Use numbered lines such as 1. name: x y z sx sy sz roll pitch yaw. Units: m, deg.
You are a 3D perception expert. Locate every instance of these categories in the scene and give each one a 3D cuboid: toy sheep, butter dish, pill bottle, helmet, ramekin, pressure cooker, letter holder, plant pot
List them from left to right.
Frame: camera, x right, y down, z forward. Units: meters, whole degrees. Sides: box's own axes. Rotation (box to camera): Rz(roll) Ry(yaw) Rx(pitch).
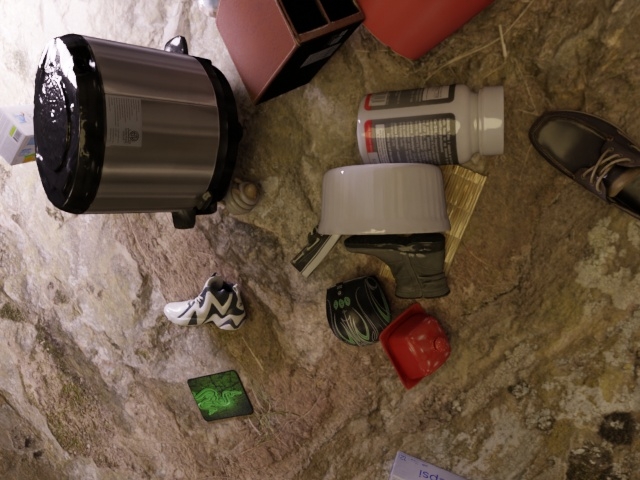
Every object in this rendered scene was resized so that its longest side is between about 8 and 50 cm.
1. pressure cooker: -0.377 -0.235 1.167 0.376 0.420 0.370 54 131 31
2. toy sheep: -0.205 -0.107 1.319 0.132 0.091 0.091 -28 96 39
3. letter holder: -0.081 -0.441 1.044 0.215 0.152 0.302 62 158 -5
4. helmet: 0.094 0.176 1.269 0.169 0.169 0.162 -21 79 24
5. ramekin: 0.130 -0.084 1.097 0.277 0.277 0.135 0 92 20
6. butter dish: 0.244 0.244 1.219 0.118 0.160 0.160 -18 103 56
7. plant pot: 0.195 -0.494 0.969 0.275 0.275 0.243 48 127 0
8. pill bottle: 0.230 -0.234 1.082 0.283 0.161 0.161 0 107 20

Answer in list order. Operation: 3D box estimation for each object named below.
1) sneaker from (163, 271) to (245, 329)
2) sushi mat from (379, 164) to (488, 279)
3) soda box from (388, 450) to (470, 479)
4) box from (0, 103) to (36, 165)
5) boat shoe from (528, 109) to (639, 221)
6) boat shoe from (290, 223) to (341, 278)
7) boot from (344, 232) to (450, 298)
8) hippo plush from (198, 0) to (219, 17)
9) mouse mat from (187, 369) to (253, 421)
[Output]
1. sneaker: -0.320 0.154 1.439 0.234 0.094 0.153 7 108 17
2. sushi mat: 0.257 -0.029 1.216 0.151 0.019 0.317 22 112 13
3. soda box: 0.319 0.672 1.376 0.286 0.098 0.091 18 112 13
4. box: -0.749 -0.287 1.387 0.103 0.203 0.114 47 117 1
5. boat shoe: 0.572 -0.139 1.008 0.355 0.130 0.132 32 114 7
6. boat shoe: 0.000 0.000 1.284 0.070 0.078 0.219 40 117 2
7. boot: 0.176 0.066 1.223 0.246 0.083 0.161 2 113 20
8. hippo plush: -0.189 -0.577 1.077 0.294 0.236 0.234 -29 96 25
9. mouse mat: -0.304 0.471 1.582 0.189 0.007 0.153 -17 101 24
